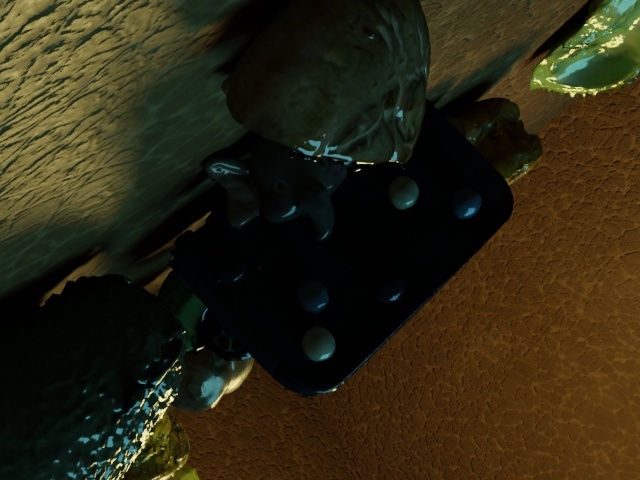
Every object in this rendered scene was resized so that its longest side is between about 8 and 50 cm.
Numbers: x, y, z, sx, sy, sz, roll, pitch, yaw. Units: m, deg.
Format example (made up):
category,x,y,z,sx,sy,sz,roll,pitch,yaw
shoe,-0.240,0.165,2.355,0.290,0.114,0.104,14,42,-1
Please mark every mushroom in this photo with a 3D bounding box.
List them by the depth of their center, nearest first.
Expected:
category,x,y,z,sx,sy,sz,roll,pitch,yaw
mushroom,0.025,-0.154,0.963,0.151,0.156,0.286,-68,166,15

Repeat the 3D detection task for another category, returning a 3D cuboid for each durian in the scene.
category,x,y,z,sx,sy,sz,roll,pitch,yaw
durian,0.512,-0.397,2.049,0.198,0.163,0.394,8,150,-19

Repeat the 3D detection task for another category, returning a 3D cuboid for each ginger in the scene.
category,x,y,z,sx,sy,sz,roll,pitch,yaw
ginger,-0.128,0.117,1.626,0.304,0.155,0.244,-59,-177,-27

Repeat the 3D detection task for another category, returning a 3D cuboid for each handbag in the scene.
category,x,y,z,sx,sy,sz,roll,pitch,yaw
handbag,0.014,-0.023,1.247,0.326,0.269,0.118,-45,180,-11

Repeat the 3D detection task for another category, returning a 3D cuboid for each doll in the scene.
category,x,y,z,sx,sy,sz,roll,pitch,yaw
doll,-0.298,0.179,1.205,0.349,0.247,0.247,-41,176,-19

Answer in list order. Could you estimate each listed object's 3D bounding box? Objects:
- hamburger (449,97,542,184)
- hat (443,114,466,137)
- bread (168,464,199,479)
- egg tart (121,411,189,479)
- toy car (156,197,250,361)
category,x,y,z,sx,sy,sz,roll,pitch,yaw
hamburger,0.236,-0.124,2.066,0.290,0.170,0.314,-28,171,-38
hat,0.147,-0.165,1.815,0.146,0.067,0.146,-24,-142,20
bread,-0.402,0.523,2.138,0.348,0.308,0.348,-56,163,-27
egg tart,-0.364,0.327,2.029,0.294,0.294,0.123,-27,134,-57
toy car,-0.046,-0.002,1.401,0.359,0.176,0.213,-28,-169,-3
